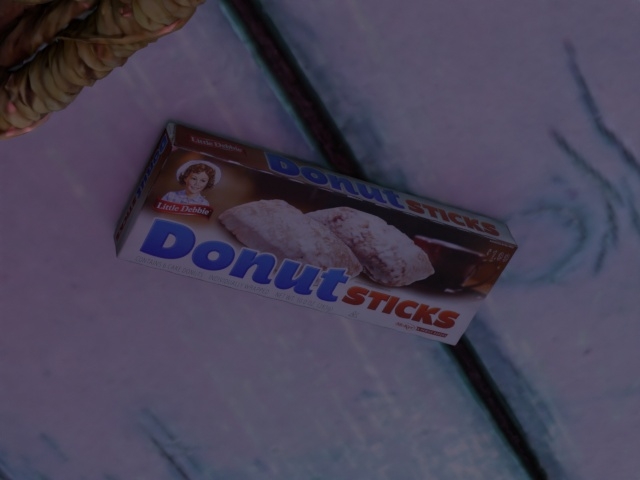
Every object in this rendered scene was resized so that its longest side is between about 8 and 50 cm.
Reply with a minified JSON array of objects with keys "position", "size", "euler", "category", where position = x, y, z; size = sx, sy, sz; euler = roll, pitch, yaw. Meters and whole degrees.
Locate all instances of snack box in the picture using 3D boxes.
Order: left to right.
[{"position":[0.000,0.000,0.709],"size":[0.178,0.022,0.064],"euler":[16,121,-25],"category":"snack box"}]

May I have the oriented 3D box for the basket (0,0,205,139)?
[{"position":[-0.193,-0.070,0.412],"size":[0.299,0.223,0.213],"euler":[-7,132,-49],"category":"basket"}]
